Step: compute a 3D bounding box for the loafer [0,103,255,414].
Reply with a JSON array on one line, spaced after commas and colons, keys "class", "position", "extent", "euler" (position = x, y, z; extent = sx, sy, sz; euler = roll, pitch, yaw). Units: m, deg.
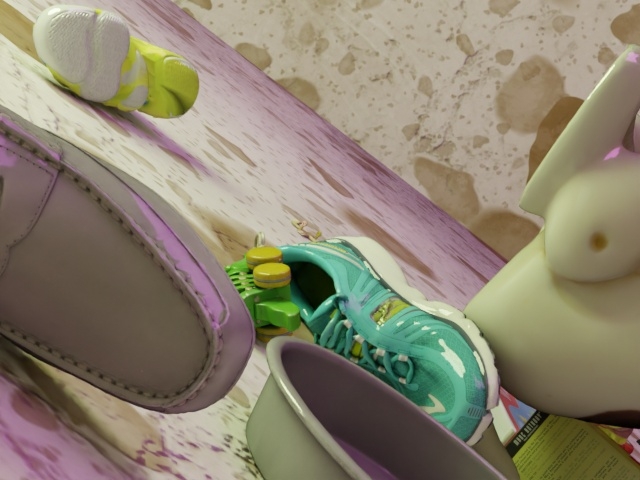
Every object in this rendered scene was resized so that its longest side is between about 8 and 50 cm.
[{"class": "loafer", "position": [-0.177, -0.018, 0.740], "extent": [0.319, 0.112, 0.111], "euler": [32, 12, 10]}]

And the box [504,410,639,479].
[{"class": "box", "position": [0.273, 0.243, 1.364], "extent": [0.232, 0.087, 0.058], "euler": [41, 8, 23]}]

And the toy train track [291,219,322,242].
[{"class": "toy train track", "position": [0.000, 0.000, 1.764], "extent": [0.083, 0.014, 0.048], "euler": [42, 9, 19]}]

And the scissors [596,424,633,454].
[{"class": "scissors", "position": [0.304, 0.194, 2.054], "extent": [0.297, 0.021, 0.109], "euler": [39, 10, 12]}]

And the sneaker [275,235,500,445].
[{"class": "sneaker", "position": [0.045, 0.085, 1.281], "extent": [0.110, 0.107, 0.275], "euler": [5, 24, -40]}]

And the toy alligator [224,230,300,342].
[{"class": "toy alligator", "position": [-0.056, 0.034, 1.194], "extent": [0.051, 0.056, 0.189], "euler": [-5, 19, -10]}]

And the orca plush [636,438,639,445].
[{"class": "orca plush", "position": [0.455, 0.303, 1.670], "extent": [0.287, 0.151, 0.102], "euler": [50, 33, -50]}]

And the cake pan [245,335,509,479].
[{"class": "cake pan", "position": [0.068, 0.172, 0.941], "extent": [0.293, 0.054, 0.293], "euler": [38, 8, -6]}]

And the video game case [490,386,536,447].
[{"class": "video game case", "position": [0.287, 0.256, 1.582], "extent": [0.285, 0.025, 0.204], "euler": [37, 8, -8]}]

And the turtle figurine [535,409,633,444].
[{"class": "turtle figurine", "position": [0.325, 0.192, 1.777], "extent": [0.269, 0.087, 0.217], "euler": [12, -6, 2]}]

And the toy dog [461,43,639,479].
[{"class": "toy dog", "position": [0.343, 0.088, 1.260], "extent": [0.408, 0.395, 0.284], "euler": [34, -13, 16]}]

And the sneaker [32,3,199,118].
[{"class": "sneaker", "position": [-0.238, -0.189, 1.576], "extent": [0.126, 0.091, 0.240], "euler": [22, -3, 35]}]
